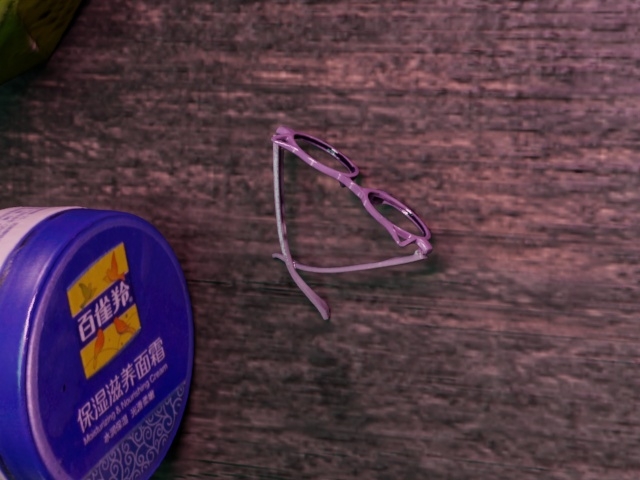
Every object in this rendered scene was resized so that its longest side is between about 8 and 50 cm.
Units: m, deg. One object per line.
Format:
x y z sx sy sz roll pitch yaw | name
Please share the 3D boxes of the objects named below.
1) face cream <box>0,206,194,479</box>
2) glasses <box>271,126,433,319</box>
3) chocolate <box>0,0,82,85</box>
-0.185 0.078 1.340 0.111 0.206 0.206 4 95 27 | face cream
0.000 0.000 1.325 0.140 0.062 0.104 42 111 19 | glasses
-0.261 -0.296 1.373 0.301 0.137 0.289 45 121 15 | chocolate
